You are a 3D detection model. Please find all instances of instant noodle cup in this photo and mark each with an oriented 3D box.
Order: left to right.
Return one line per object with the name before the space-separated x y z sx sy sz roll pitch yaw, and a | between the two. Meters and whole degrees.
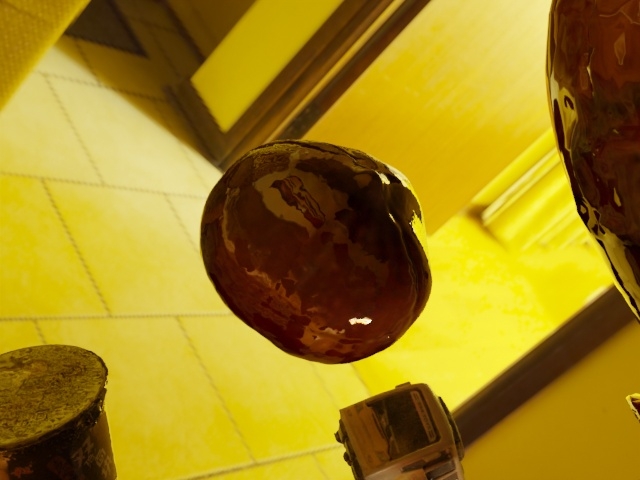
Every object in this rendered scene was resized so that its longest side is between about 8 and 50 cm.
instant noodle cup | -0.349 0.270 1.195 0.217 0.217 0.207 -73 159 -62

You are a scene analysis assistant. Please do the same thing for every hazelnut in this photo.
hazelnut | 0.000 0.000 0.913 0.229 0.229 0.229 35 27 -21

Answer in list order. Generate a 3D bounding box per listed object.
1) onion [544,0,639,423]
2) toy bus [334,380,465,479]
onion | 0.247 -0.047 0.344 0.353 0.353 0.354 35 27 -21
toy bus | 0.109 0.277 1.190 0.342 0.138 0.097 67 1 -61
